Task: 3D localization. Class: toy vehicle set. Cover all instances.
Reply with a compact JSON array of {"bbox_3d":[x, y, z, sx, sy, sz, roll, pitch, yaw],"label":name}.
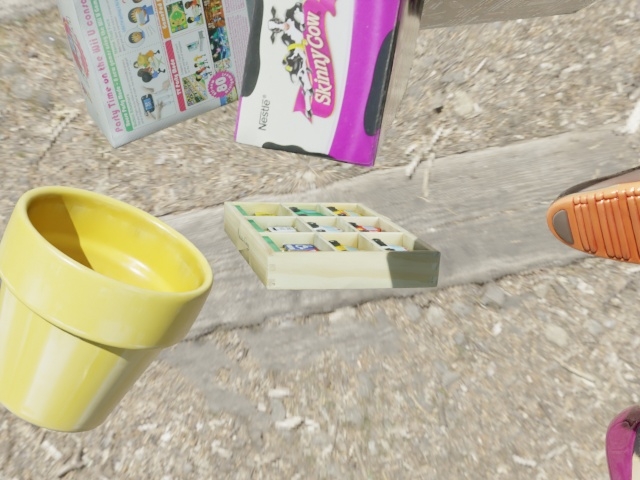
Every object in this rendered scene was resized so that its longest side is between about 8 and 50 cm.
[{"bbox_3d":[0.000,0.000,1.039,0.166,0.267,0.035,0,102,-15],"label":"toy vehicle set"}]

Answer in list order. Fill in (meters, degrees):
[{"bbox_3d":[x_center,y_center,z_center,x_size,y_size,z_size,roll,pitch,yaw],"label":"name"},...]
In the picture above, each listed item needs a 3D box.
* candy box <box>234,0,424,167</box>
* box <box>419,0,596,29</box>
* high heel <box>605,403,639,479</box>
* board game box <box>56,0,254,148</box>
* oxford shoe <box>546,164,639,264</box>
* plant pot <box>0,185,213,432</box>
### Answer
[{"bbox_3d":[0.020,-0.143,0.539,0.071,0.233,0.159,12,107,6],"label":"candy box"},{"bbox_3d":[0.187,-0.273,0.960,0.243,0.307,0.076,-8,92,-6],"label":"box"},{"bbox_3d":[0.430,0.392,1.224,0.127,0.181,0.377,-20,77,11],"label":"high heel"},{"bbox_3d":[-0.128,-0.262,1.101,0.303,0.097,0.224,-24,136,-19],"label":"board game box"},{"bbox_3d":[0.451,-0.063,1.168,0.364,0.132,0.130,-6,134,18],"label":"oxford shoe"},{"bbox_3d":[-0.296,0.095,1.232,0.254,0.254,0.239,28,108,-3],"label":"plant pot"}]
